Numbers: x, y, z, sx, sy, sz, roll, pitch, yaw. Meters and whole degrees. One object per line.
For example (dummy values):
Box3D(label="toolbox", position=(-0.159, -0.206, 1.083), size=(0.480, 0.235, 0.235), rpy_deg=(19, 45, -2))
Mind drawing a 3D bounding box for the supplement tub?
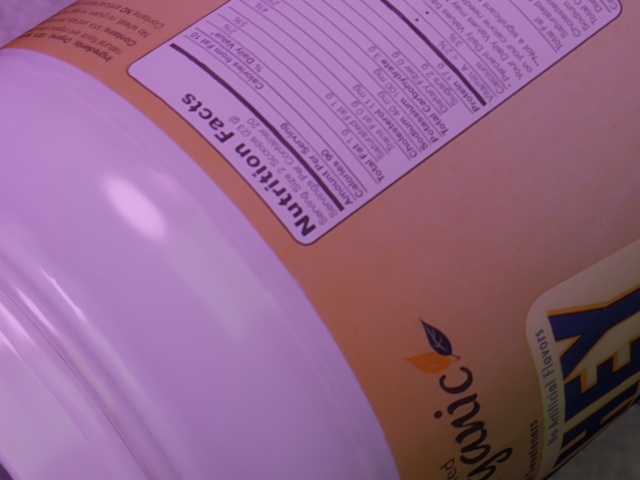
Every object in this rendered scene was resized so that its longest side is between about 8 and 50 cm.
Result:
Box3D(label="supplement tub", position=(0.000, 0.000, 0.643), size=(0.316, 0.228, 0.228), rpy_deg=(-36, 80, -24))
